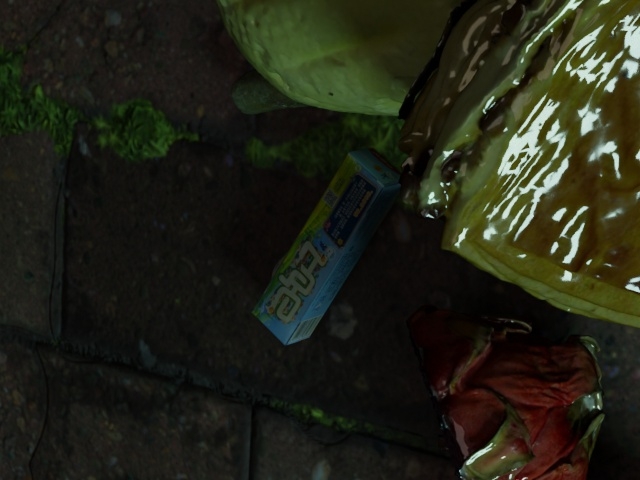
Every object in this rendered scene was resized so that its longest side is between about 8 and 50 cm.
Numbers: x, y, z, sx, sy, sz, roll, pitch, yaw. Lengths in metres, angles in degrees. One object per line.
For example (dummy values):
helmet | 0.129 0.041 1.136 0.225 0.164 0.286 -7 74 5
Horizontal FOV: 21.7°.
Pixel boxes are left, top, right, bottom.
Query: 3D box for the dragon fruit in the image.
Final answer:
dragon fruit | 0.169 0.144 1.355 0.148 0.224 0.218 -19 110 0

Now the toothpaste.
toothpaste | 0.000 0.000 1.514 0.070 0.044 0.193 43 120 21

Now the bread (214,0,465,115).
bread | 0.047 -0.243 1.316 0.320 0.237 0.320 12 107 43

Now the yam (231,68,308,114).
yam | -0.034 -0.139 1.516 0.094 0.043 0.043 -3 97 37

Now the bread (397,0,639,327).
bread | 0.224 -0.092 1.210 0.277 0.325 0.167 -58 31 21
